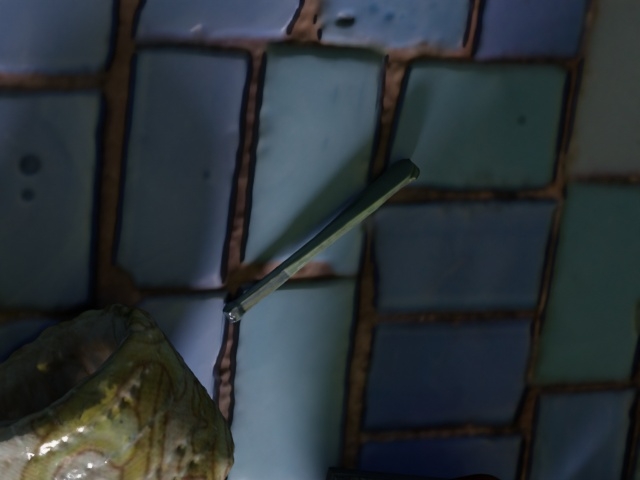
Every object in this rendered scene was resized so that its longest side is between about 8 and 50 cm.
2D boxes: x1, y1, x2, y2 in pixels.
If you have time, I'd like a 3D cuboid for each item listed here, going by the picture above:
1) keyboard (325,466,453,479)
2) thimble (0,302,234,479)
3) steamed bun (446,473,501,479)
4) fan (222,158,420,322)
[{"bbox_3d":[0.080,0.228,1.675,0.176,0.014,0.055,9,109,-25],"label":"keyboard"},{"bbox_3d":[-0.174,0.150,1.465,0.190,0.137,0.143,-30,119,3],"label":"thimble"},{"bbox_3d":[0.115,0.390,1.585,0.235,0.248,0.379,-18,83,12],"label":"steamed bun"},{"bbox_3d":[0.000,0.000,1.541,0.193,0.038,0.016,-40,108,-2],"label":"fan"}]
